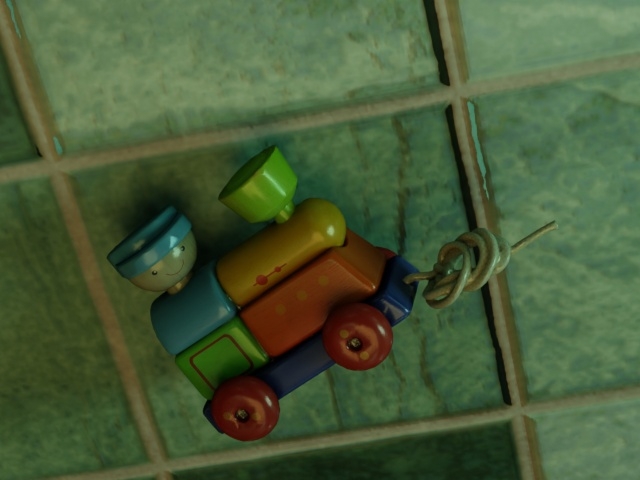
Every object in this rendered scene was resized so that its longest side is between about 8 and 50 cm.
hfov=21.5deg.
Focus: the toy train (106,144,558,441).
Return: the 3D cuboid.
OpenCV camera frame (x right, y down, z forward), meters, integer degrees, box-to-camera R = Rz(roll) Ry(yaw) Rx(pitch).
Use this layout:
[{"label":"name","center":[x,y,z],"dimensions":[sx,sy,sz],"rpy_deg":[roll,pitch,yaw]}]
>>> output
[{"label":"toy train","center":[0.000,0.000,1.010],"dimensions":[0.248,0.105,0.143],"rpy_deg":[-34,104,21]}]
